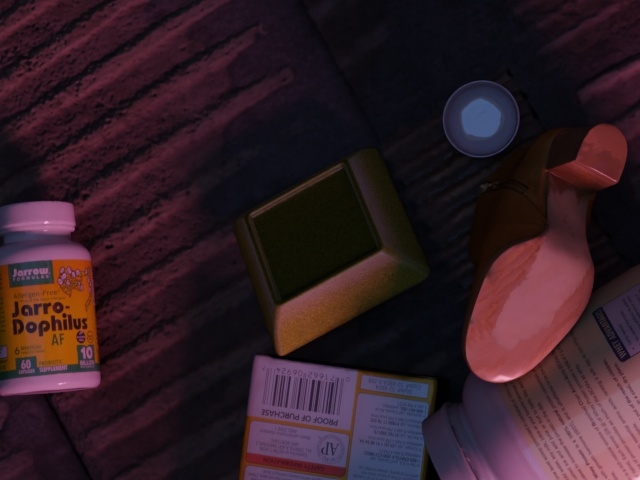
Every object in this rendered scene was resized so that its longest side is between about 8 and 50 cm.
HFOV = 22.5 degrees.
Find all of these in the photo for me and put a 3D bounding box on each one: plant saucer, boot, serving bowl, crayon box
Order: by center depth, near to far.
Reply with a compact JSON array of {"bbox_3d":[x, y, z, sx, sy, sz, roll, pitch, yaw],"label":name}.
[{"bbox_3d":[0.194,0.018,1.606,0.104,0.211,0.295,32,73,-11],"label":"boot"},{"bbox_3d":[0.013,0.293,1.709,0.203,0.083,0.323,7,87,15],"label":"crayon box"},{"bbox_3d":[0.000,0.000,1.716,0.188,0.045,0.188,-29,54,10],"label":"plant saucer"},{"bbox_3d":[0.174,-0.129,1.729,0.083,0.027,0.083,-1,86,14],"label":"serving bowl"}]

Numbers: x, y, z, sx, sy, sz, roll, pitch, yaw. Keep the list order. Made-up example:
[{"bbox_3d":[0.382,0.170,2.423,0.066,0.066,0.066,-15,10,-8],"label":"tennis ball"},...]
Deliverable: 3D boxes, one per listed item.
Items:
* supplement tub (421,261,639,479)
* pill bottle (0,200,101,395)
[{"bbox_3d":[0.287,0.175,1.569,0.325,0.235,0.235,-33,78,10],"label":"supplement tub"},{"bbox_3d":[-0.310,0.065,1.792,0.118,0.117,0.208,-7,83,14],"label":"pill bottle"}]
